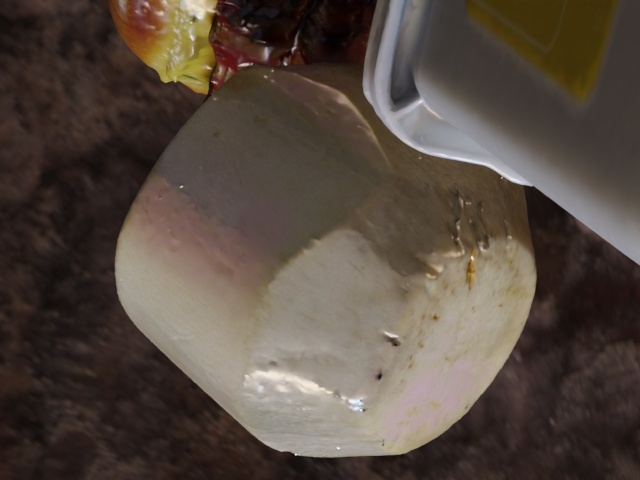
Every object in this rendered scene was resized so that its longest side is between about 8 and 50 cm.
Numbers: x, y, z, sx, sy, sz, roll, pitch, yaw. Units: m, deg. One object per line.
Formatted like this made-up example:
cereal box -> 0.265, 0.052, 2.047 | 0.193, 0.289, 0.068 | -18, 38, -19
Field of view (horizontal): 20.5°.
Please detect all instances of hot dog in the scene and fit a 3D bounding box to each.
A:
hot dog -> -0.010, -0.208, 1.161 | 0.185, 0.405, 0.223 | 33, -134, 10

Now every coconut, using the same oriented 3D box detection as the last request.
coconut -> -0.003, 0.001, 1.009 | 0.241, 0.241, 0.241 | -4, -108, 12

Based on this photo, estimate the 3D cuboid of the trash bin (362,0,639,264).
trash bin -> 0.192, -0.097, 0.638 | 0.296, 0.367, 0.255 | 12, -75, -9
